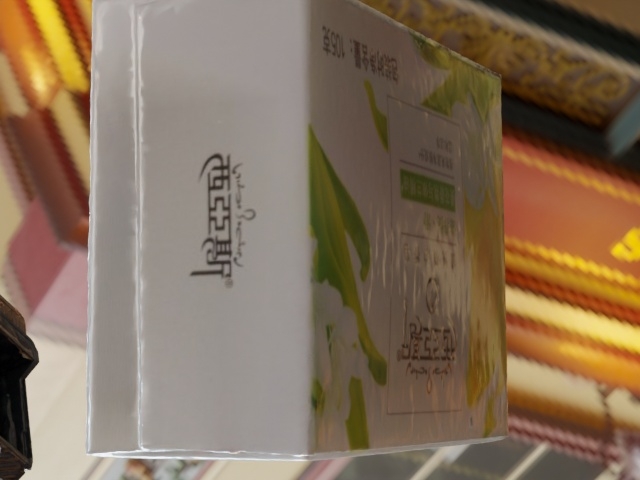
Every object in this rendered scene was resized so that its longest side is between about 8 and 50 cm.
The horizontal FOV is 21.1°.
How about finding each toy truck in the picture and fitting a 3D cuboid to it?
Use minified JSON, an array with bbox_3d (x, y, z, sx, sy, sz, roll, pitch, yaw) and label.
[{"bbox_3d":[-0.306,0.127,1.524,0.083,0.092,0.192,53,-162,-48],"label":"toy truck"}]

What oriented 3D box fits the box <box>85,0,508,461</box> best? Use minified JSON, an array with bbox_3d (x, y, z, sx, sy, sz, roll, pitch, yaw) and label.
[{"bbox_3d":[0.000,0.000,0.793,0.260,0.111,0.194,9,-100,-68],"label":"box"}]
